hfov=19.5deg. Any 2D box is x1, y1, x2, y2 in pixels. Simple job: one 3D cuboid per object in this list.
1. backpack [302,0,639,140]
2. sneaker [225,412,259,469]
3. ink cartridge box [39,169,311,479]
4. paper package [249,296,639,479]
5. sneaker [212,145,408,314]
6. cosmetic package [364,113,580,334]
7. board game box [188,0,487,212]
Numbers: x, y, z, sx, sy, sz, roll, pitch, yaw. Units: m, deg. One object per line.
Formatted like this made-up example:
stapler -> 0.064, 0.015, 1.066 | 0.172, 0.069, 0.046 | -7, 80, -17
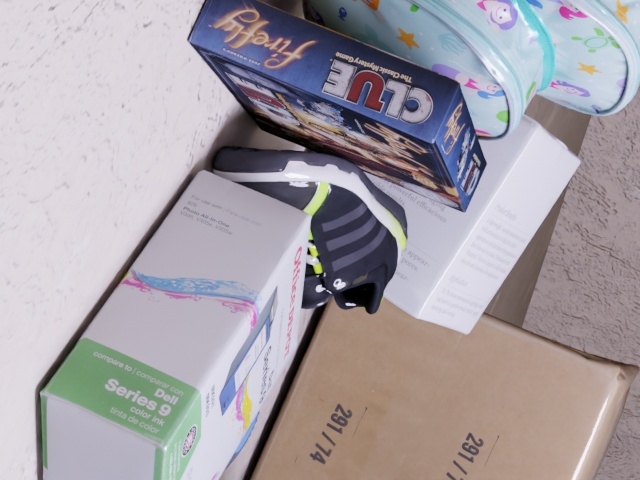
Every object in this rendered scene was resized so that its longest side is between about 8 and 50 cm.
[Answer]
backpack -> 0.111, -0.180, 1.233 | 0.225, 0.253, 0.191 | 78, 36, -72
sneaker -> -0.070, 0.077, 1.397 | 0.209, 0.069, 0.082 | -65, 157, -10
ink cartridge box -> -0.092, 0.083, 1.223 | 0.154, 0.093, 0.212 | 98, 17, -50
paper package -> 0.109, 0.216, 1.838 | 0.325, 0.309, 0.168 | -68, 166, 2
sneaker -> 0.000, 0.000, 1.335 | 0.234, 0.084, 0.097 | 27, 71, -56
cosmetic package -> 0.093, -0.042, 1.542 | 0.184, 0.151, 0.151 | -57, 159, 4
board game box -> 0.019, -0.087, 1.219 | 0.042, 0.165, 0.243 | -66, 168, -5
